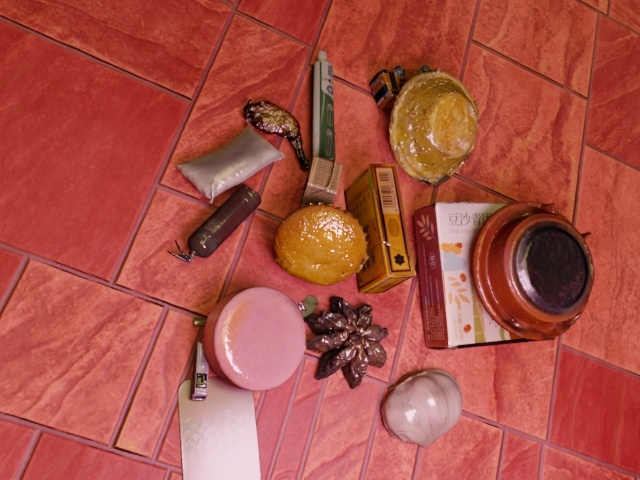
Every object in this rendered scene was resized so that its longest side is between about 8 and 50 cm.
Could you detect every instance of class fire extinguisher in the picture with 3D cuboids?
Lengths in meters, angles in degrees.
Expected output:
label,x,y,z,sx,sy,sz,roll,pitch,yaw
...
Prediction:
label,x,y,z,sx,sy,sz,roll,pitch,yaw
fire extinguisher,-0.263,-0.038,1.495,0.268,0.072,0.089,-49,114,-26

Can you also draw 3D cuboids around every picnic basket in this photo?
label,x,y,z,sx,sy,sz,roll,pitch,yaw
picnic basket,-0.004,-0.129,1.564,0.079,0.164,0.115,16,52,-4

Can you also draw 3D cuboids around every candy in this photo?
label,x,y,z,sx,sy,sz,roll,pitch,yaw
candy,-0.146,0.226,1.412,0.255,0.094,0.256,6,79,-32

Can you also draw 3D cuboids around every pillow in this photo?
label,x,y,z,sx,sy,sz,roll,pitch,yaw
pillow,-0.233,-0.209,1.562,0.254,0.078,0.144,-36,65,-26

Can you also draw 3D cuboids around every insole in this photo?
label,x,y,z,sx,sy,sz,roll,pitch,yaw
insole,-0.061,0.197,1.530,0.053,0.002,0.153,44,64,-1

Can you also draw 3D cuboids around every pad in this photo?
label,x,y,z,sx,sy,sz,roll,pitch,yaw
pad,-0.234,0.450,1.384,0.181,0.004,0.267,-2,73,-21

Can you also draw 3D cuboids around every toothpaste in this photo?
label,x,y,z,sx,sy,sz,roll,pitch,yaw
toothpaste,0.007,-0.374,1.715,0.098,0.061,0.393,18,65,-44

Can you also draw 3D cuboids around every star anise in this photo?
label,x,y,z,sx,sy,sz,roll,pitch,yaw
star anise,0.073,0.251,1.507,0.236,0.109,0.223,-32,89,-28

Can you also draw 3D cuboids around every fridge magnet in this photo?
label,x,y,z,sx,sy,sz,roll,pitch,yaw
fridge magnet,0.555,0.073,1.542,0.363,0.155,0.364,3,81,-19

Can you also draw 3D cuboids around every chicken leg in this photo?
label,x,y,z,sx,sy,sz,roll,pitch,yaw
chicken leg,-0.102,-0.301,1.657,0.253,0.051,0.106,41,68,-4

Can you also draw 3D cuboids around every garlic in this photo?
label,x,y,z,sx,sy,sz,roll,pitch,yaw
garlic,0.277,0.413,1.505,0.229,0.143,0.178,-25,80,-34

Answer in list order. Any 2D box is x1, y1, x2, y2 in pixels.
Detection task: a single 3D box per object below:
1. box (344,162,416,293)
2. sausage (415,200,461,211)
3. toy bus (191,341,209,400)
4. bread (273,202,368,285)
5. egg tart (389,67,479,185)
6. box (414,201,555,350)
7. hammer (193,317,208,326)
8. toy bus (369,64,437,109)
label,x,y,z,sx,sy,sz,roll,pitch,yaw
box,0.150,-0.027,1.575,0.083,0.193,0.302,-2,73,-19
sausage,0.340,-0.072,1.728,0.169,0.065,0.065,-10,76,-22
toy bus,-0.276,0.302,1.388,0.036,0.052,0.131,8,64,-19
bread,-0.002,0.001,1.509,0.239,0.240,0.139,18,32,-13
egg tart,0.349,-0.326,1.732,0.341,0.132,0.342,-3,96,-30
box,0.451,0.094,1.650,0.344,0.122,0.386,-1,82,-21
hammer,-0.213,0.193,1.472,0.198,0.013,0.063,0,72,-20
toy bus,0.258,-0.456,1.812,0.200,0.098,0.114,-8,77,-24
